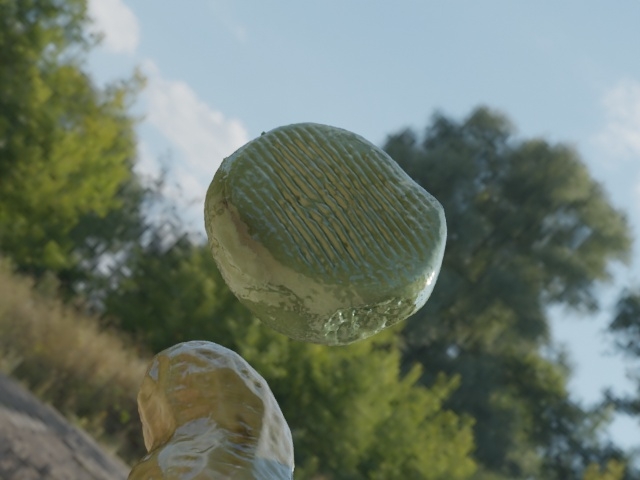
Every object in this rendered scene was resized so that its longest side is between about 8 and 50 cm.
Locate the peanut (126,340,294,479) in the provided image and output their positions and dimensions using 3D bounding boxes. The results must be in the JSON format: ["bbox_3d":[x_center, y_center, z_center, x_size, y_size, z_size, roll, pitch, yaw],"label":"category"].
[{"bbox_3d":[-0.096,0.206,1.286,0.325,0.153,0.140,-105,-153,-52],"label":"peanut"}]

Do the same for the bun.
[{"bbox_3d":[0.002,0.002,1.327,0.221,0.221,0.108,39,-38,19],"label":"bun"}]
